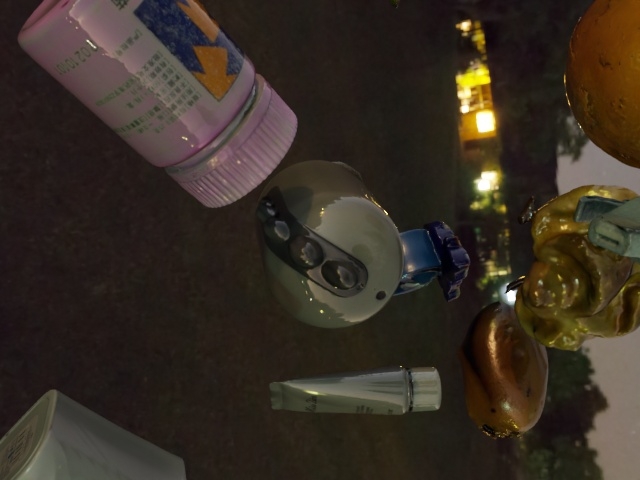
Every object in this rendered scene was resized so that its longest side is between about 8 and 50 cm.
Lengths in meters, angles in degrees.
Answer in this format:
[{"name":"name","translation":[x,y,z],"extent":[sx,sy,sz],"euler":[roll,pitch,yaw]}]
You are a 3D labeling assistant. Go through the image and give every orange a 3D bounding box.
[{"name":"orange","translation":[0.410,-0.197,0.796],"extent":[0.246,0.246,0.246],"euler":[-7,90,-75]}]

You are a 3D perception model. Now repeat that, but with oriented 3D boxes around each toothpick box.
[{"name":"toothpick box","translation":[0.000,0.000,1.037],"extent":[0.316,0.228,0.229],"euler":[-113,-169,-72]}]

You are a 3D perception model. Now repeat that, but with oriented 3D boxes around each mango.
[{"name":"mango","translation":[0.398,0.281,1.491],"extent":[0.153,0.201,0.287],"euler":[89,1,-67]}]

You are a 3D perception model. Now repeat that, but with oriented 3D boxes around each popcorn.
[{"name":"popcorn","translation":[0.481,0.065,1.232],"extent":[0.297,0.281,0.316],"euler":[-58,155,0]}]

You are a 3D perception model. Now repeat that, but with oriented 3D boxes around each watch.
[{"name":"watch","translation":[0.206,0.050,1.516],"extent":[0.196,0.200,0.171],"euler":[78,-4,-62]}]

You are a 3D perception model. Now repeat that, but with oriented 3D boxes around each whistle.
[{"name":"whistle","translation":[0.370,-0.007,0.705],"extent":[0.180,0.269,0.093],"euler":[40,-54,48]}]

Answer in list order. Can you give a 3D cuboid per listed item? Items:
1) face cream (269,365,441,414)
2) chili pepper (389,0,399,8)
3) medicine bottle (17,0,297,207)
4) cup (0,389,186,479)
[{"name":"face cream","translation":[0.064,0.278,1.275],"extent":[0.143,0.314,0.089],"euler":[92,-3,-59]},{"name":"chili pepper","translation":[0.104,-0.510,1.209],"extent":[0.202,0.050,0.052],"euler":[60,24,-14]},{"name":"medicine bottle","translation":[-0.179,-0.190,0.805],"extent":[0.290,0.178,0.178],"euler":[44,36,-32]},{"name":"cup","translation":[-0.169,0.193,0.493],"extent":[0.129,0.095,0.128],"euler":[41,8,-25]}]
